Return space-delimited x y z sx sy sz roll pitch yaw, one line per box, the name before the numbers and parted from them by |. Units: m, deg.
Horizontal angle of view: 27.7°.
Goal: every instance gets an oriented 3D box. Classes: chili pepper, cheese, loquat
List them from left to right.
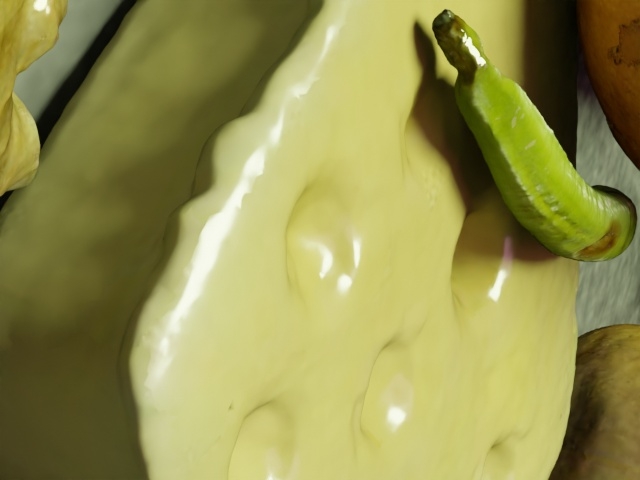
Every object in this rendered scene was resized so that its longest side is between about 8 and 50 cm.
cheese | 0.000 0.001 0.540 0.384 0.104 0.383 -23 118 -55
chili pepper | 0.096 -0.026 0.550 0.208 0.043 0.049 35 81 -56
loquat | 0.210 0.166 0.835 0.238 0.193 0.238 -36 135 -47

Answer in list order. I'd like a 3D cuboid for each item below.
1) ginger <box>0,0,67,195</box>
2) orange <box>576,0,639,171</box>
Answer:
ginger | -0.144 -0.063 0.304 0.157 0.102 0.216 -34 137 -15
orange | 0.231 -0.120 0.585 0.240 0.240 0.240 -22 116 -54
